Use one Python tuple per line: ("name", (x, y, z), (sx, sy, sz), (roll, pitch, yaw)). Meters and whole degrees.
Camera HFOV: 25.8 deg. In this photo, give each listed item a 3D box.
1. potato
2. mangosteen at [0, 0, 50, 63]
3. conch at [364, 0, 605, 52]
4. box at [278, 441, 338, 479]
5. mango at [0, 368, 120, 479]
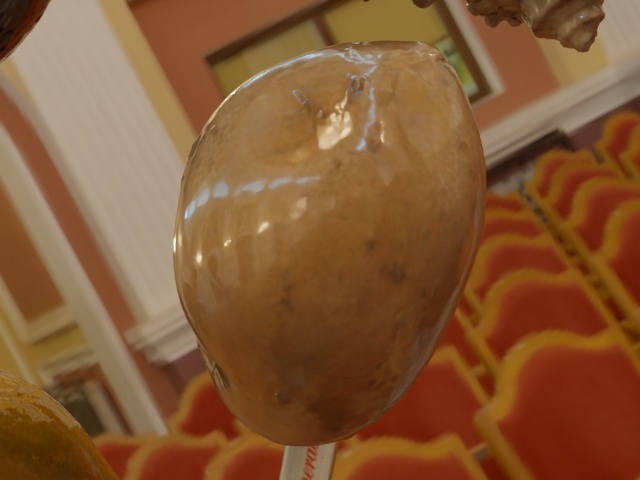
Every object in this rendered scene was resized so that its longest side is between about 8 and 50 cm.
("potato", (0.001, 0.003, 0.474), (0.112, 0.147, 0.112), (8, 30, -4))
("mangosteen", (-0.245, -0.211, 0.696), (0.313, 0.297, 0.297), (-47, 8, -15))
("conch", (0.053, -0.241, 0.751), (0.186, 0.324, 0.263), (-43, -7, -10))
("box", (-0.001, 0.119, 0.950), (0.035, 0.139, 0.245), (10, 13, 1))
("mango", (-0.255, 0.175, 1.041), (0.176, 0.119, 0.317), (-35, -44, 17))
